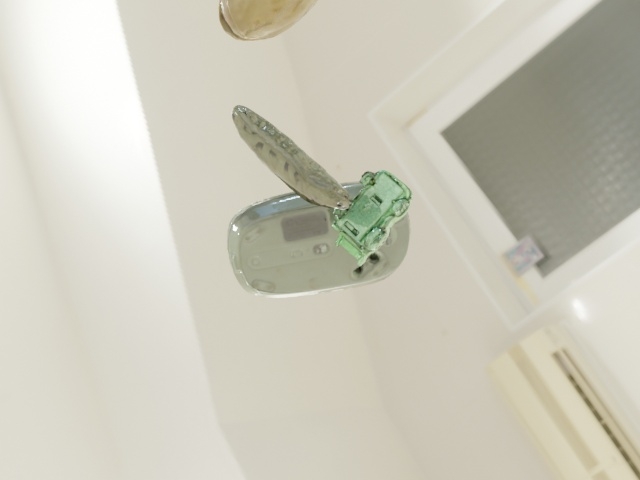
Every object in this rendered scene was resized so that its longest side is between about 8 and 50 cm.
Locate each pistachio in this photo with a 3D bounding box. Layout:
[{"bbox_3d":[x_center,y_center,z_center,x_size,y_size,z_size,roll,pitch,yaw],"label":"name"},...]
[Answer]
[{"bbox_3d":[-0.084,-0.514,1.847,0.181,0.293,0.162,35,179,-19],"label":"pistachio"}]

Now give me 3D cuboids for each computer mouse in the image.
[{"bbox_3d":[-0.001,-0.002,1.691,0.095,0.330,0.197,-111,13,-72],"label":"computer mouse"}]

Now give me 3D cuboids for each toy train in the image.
[{"bbox_3d":[0.083,-0.039,1.549,0.099,0.149,0.081,40,-179,19],"label":"toy train"}]

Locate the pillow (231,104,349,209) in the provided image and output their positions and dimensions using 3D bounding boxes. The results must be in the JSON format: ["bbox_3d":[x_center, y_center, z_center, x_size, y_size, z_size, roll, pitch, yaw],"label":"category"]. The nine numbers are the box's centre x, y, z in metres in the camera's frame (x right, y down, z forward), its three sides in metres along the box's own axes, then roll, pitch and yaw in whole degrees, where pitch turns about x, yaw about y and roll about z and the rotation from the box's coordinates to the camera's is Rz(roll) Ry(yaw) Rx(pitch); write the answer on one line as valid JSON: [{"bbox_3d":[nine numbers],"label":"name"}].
[{"bbox_3d":[-0.047,-0.115,1.457,0.241,0.051,0.093,39,161,16],"label":"pillow"}]
